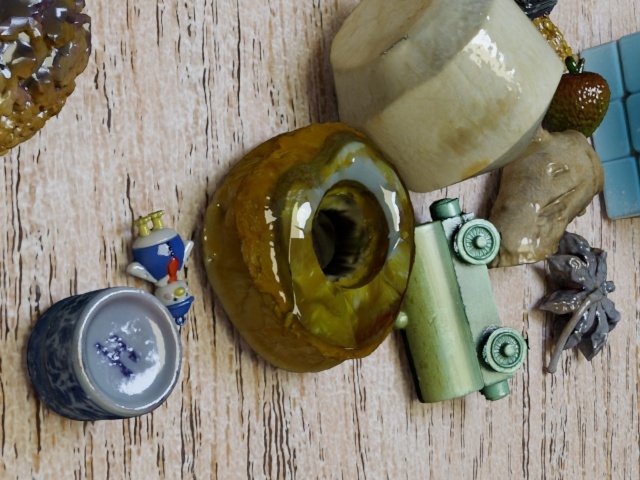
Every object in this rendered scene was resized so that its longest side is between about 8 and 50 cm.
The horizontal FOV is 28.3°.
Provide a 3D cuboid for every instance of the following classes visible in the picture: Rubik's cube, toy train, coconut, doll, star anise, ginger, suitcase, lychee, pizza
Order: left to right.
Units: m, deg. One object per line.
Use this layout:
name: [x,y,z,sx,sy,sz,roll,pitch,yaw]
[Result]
doll: [-0.188,0.036,1.536,0.099,0.057,0.143,-23,103,-38]
toy train: [0.182,0.096,1.849,0.189,0.126,0.307,-15,93,-12]
coconut: [0.179,-0.223,1.779,0.323,0.323,0.323,11,74,-42]
suitcase: [0.336,-0.405,2.097,0.086,0.059,0.126,41,41,20]
ginger: [0.346,-0.063,2.007,0.190,0.126,0.354,57,45,-26]
pizza: [0.378,-0.342,2.155,0.178,0.041,0.131,19,67,-39]
lychee: [0.429,-0.237,2.135,0.114,0.114,0.146,-13,108,-44]
star anise: [0.428,0.101,2.086,0.230,0.081,0.262,51,49,-37]
Rubik's cube: [0.690,-0.217,2.230,0.318,0.322,0.316,-5,86,-45]

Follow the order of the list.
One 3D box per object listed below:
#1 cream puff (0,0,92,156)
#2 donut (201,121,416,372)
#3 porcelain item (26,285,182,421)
cream puff: [-0.389,-0.242,1.282,0.327,0.231,0.343,-13,91,-41]
donut: [0.000,0.000,1.644,0.330,0.160,0.330,12,68,-32]
porcelain item: [-0.243,0.129,1.421,0.147,0.114,0.147,13,71,-42]
